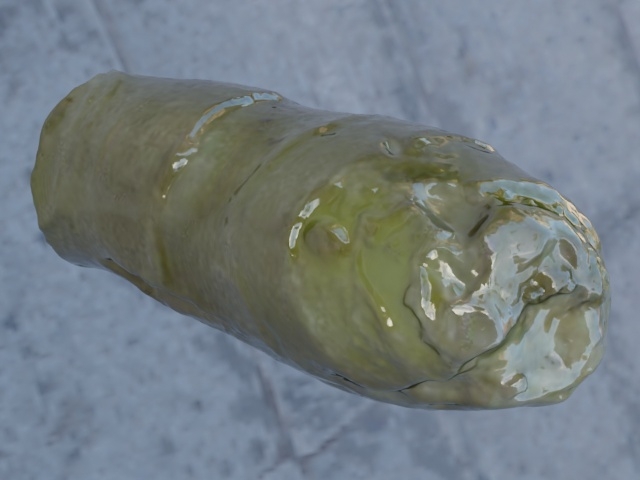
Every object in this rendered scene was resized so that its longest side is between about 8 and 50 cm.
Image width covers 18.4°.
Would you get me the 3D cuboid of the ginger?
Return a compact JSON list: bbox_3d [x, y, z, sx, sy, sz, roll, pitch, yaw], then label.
[{"bbox_3d":[0.000,0.000,0.759,0.116,0.263,0.109,-36,128,-37],"label":"ginger"}]
